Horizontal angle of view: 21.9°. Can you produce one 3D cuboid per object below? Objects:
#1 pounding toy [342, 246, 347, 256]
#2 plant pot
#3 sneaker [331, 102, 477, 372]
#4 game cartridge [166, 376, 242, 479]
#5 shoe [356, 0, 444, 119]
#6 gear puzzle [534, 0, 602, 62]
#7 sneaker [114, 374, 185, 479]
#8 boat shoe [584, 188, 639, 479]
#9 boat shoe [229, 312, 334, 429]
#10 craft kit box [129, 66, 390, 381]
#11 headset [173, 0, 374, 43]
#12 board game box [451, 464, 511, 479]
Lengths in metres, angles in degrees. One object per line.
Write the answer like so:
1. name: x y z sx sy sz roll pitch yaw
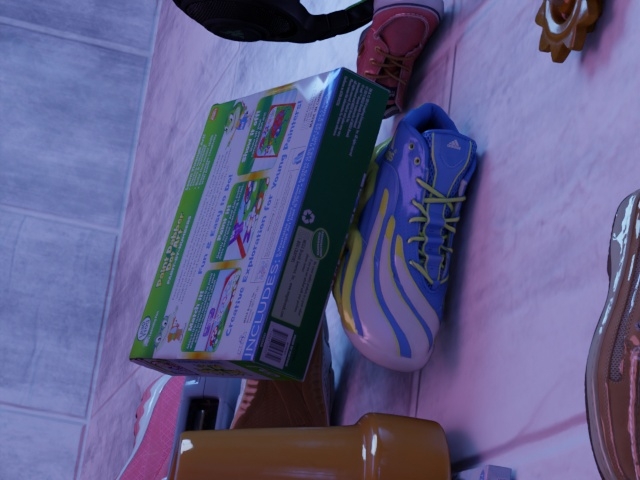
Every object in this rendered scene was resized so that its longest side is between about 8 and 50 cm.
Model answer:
1. pounding toy: 0.000 0.000 1.472 0.141 0.130 0.100 -105 30 -62
2. plant pot: -0.021 0.217 1.196 0.205 0.188 0.205 -170 90 -84
3. sneaker: 0.069 -0.017 1.296 0.240 0.091 0.126 -91 19 -45
4. game cartridge: -0.100 0.273 1.615 0.198 0.062 0.297 55 -143 -58
5. shoe: 0.067 -0.166 1.501 0.178 0.063 0.081 134 145 -75
6. gear puzzle: 0.184 -0.280 1.179 0.175 0.044 0.339 128 148 -58
7. sneaker: -0.153 0.244 1.752 0.136 0.116 0.314 -39 29 42
8. boat shoe: 0.182 0.047 0.851 0.072 0.068 0.190 -35 43 54
9. boat shoe: -0.028 0.147 1.569 0.096 0.098 0.277 -26 -57 -78
10. craft kit box: -0.057 -0.007 1.387 0.247 0.061 0.250 -3 67 59
11. headset: -0.093 -0.295 1.563 0.185 0.394 0.243 156 104 -72
12. board game box: 0.101 0.201 1.123 0.090 0.020 0.090 139 141 -71
